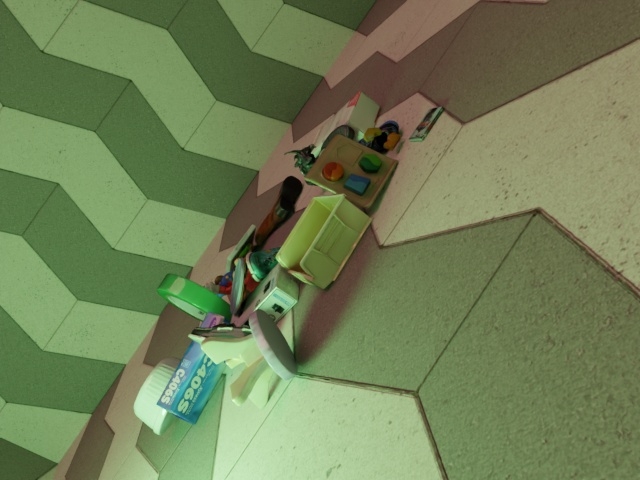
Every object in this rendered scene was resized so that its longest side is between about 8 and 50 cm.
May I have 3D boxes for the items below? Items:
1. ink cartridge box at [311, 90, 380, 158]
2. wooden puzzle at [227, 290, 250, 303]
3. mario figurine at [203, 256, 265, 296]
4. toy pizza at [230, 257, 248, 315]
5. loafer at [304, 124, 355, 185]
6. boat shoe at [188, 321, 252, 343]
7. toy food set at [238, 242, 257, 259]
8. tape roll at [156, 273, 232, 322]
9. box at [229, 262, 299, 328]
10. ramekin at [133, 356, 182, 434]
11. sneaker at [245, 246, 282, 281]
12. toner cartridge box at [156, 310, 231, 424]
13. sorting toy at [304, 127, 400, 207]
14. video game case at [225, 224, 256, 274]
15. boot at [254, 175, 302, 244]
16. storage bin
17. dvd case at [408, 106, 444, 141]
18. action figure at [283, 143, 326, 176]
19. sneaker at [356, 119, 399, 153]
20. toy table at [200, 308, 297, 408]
[{"bbox_3d":[0.095,-0.441,2.275,0.283,0.117,0.207,-34,27,47],"label":"ink cartridge box"},{"bbox_3d":[-0.312,0.171,2.363,0.221,0.044,0.239,-55,22,-2],"label":"wooden puzzle"},{"bbox_3d":[-0.343,0.132,2.211,0.320,0.170,0.198,-24,46,39],"label":"mario figurine"},{"bbox_3d":[-0.277,0.159,1.930,0.201,0.032,0.201,-171,90,-75],"label":"toy pizza"},{"bbox_3d":[0.049,-0.326,2.177,0.302,0.095,0.109,-49,44,36],"label":"loafer"},{"bbox_3d":[-0.288,0.308,1.783,0.303,0.114,0.091,7,66,28],"label":"boat shoe"},{"bbox_3d":[-0.345,0.063,2.553,0.132,0.038,0.192,-52,3,11],"label":"toy food set"},{"bbox_3d":[-0.481,0.245,2.194,0.321,0.321,0.077,-18,41,62],"label":"tape roll"},{"bbox_3d":[-0.192,0.224,1.872,0.290,0.087,0.169,-47,19,25],"label":"box"},{"bbox_3d":[-0.555,0.544,2.012,0.273,0.127,0.273,-61,-5,-10],"label":"ramekin"},{"bbox_3d":[-0.176,0.066,1.978,0.110,0.107,0.275,-24,3,23],"label":"sneaker"},{"bbox_3d":[-0.406,0.435,1.914,0.075,0.165,0.347,15,64,25],"label":"toner cartridge box"},{"bbox_3d":[0.119,-0.257,1.739,0.307,0.229,0.041,-57,-16,-28],"label":"sorting toy"},{"bbox_3d":[-0.370,0.054,2.573,0.206,0.026,0.227,-57,-5,-28],"label":"video game case"},{"bbox_3d":[-0.195,-0.139,2.590,0.280,0.096,0.264,-48,25,44],"label":"boot"},{"bbox_3d":[0.000,0.000,1.723,0.260,0.123,0.262,-57,18,-9],"label":"storage bin"},{"bbox_3d":[0.323,-0.355,1.708,0.119,0.013,0.087,-57,18,-2],"label":"dvd case"},{"bbox_3d":[0.019,-0.249,1.867,0.141,0.276,0.164,-61,19,-15],"label":"action figure"},{"bbox_3d":[0.173,-0.317,1.914,0.232,0.081,0.090,-41,15,34],"label":"sneaker"},{"bbox_3d":[-0.175,0.312,1.477,0.161,0.252,0.274,-37,10,0],"label":"toy table"}]
